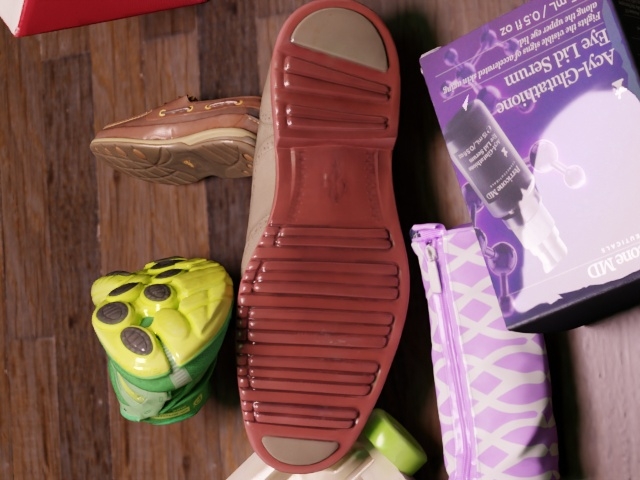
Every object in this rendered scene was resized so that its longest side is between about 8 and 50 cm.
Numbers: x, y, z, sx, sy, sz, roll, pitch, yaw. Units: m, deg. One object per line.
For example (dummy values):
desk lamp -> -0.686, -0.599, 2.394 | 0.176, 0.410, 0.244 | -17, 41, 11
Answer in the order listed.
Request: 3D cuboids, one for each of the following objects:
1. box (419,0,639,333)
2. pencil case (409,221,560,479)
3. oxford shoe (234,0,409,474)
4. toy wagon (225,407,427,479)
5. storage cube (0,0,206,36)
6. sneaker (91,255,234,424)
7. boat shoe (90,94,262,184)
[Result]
box -> 0.181, -0.058, 1.124 | 0.153, 0.108, 0.207 | -27, 74, 33
pencil case -> 0.116, 0.082, 1.184 | 0.086, 0.088, 0.206 | -15, 82, 36
oxford shoe -> 0.000, 0.000, 1.260 | 0.130, 0.123, 0.348 | 163, 116, -81
toy wagon -> 0.023, 0.298, 1.203 | 0.267, 0.068, 0.344 | -45, 54, 5
storage cube -> -0.190, -0.300, 1.319 | 0.183, 0.193, 0.215 | 47, 135, 27
sneaker -> -0.113, 0.082, 1.284 | 0.109, 0.295, 0.123 | -18, 96, -7
boat shoe -> -0.111, -0.086, 1.377 | 0.178, 0.064, 0.060 | -2, 58, 35
